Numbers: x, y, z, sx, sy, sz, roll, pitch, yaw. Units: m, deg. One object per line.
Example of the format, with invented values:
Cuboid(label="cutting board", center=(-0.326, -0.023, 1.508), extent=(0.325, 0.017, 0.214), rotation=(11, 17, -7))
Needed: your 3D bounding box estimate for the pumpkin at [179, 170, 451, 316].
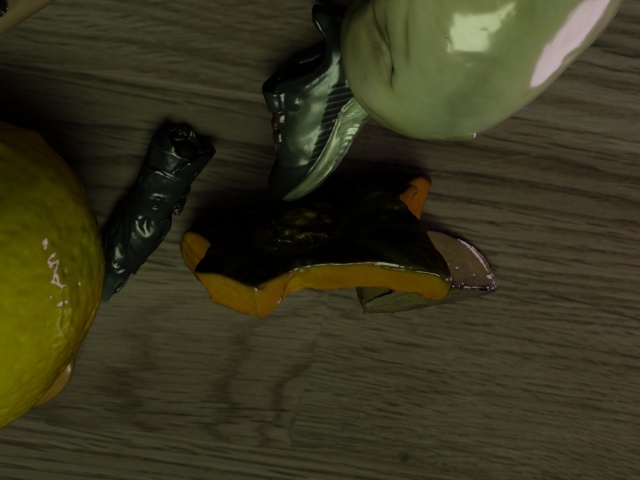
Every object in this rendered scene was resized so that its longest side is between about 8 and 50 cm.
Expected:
Cuboid(label="pumpkin", center=(-0.018, 0.010, 1.898), extent=(0.290, 0.258, 0.095), rotation=(-13, 110, 6))

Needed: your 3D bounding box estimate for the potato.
Cuboid(label="potato", center=(0.102, 0.027, 2.029), extent=(0.172, 0.089, 0.101), rotation=(-1, 163, -44))

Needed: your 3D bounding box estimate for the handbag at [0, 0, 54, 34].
Cuboid(label="handbag", center=(-0.260, -0.297, 1.628), extent=(0.302, 0.283, 0.149), rotation=(-36, 108, -6))

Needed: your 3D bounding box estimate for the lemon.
Cuboid(label="lemon", center=(-0.372, 0.037, 1.862), extent=(0.336, 0.336, 0.336), rotation=(-1, 129, -1))

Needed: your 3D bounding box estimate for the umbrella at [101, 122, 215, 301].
Cuboid(label="umbrella", center=(-0.191, -0.025, 1.981), extent=(0.066, 0.059, 0.235), rotation=(35, 125, 1))

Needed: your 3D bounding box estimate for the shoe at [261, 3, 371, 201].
Cuboid(label="shoe", center=(-0.006, -0.144, 1.872), extent=(0.112, 0.099, 0.227), rotation=(31, 118, -15))

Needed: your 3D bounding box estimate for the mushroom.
Cuboid(label="mushroom", center=(0.105, -0.269, 1.677), extent=(0.336, 0.314, 0.314), rotation=(38, 121, -3))

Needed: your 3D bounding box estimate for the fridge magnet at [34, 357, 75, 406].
Cuboid(label="fridge magnet", center=(-0.349, 0.133, 2.096), extent=(0.143, 0.063, 0.143), rotation=(-2, 129, -2))
